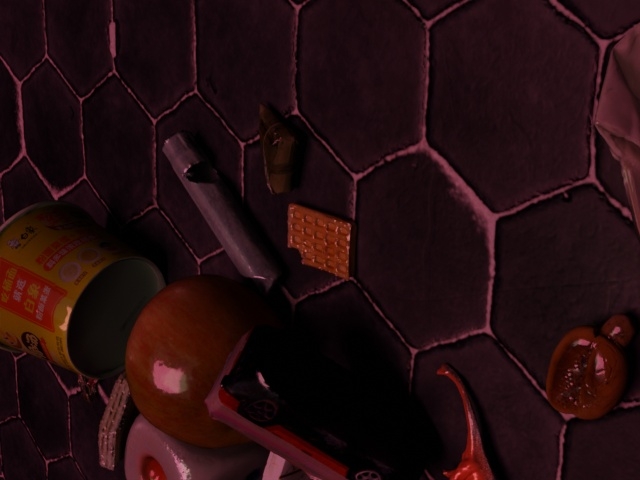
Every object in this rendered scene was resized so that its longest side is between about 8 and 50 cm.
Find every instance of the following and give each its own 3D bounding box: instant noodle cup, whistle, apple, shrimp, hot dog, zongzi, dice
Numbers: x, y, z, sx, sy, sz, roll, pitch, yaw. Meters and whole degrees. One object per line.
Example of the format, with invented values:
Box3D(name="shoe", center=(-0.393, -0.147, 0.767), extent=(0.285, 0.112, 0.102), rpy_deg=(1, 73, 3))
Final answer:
Box3D(name="instant noodle cup", center=(-0.437, 0.100, 1.821), extent=(0.221, 0.311, 0.311), rpy_deg=(21, 117, 33))
Box3D(name="whistle", center=(-0.156, -0.044, 1.619), extent=(0.312, 0.062, 0.062), rpy_deg=(56, 136, 21))
Box3D(name="apple", center=(-0.162, 0.192, 1.554), extent=(0.264, 0.264, 0.264), rpy_deg=(17, 114, 45))
Box3D(name="shrimp", center=(-0.475, 0.250, 2.086), extent=(0.101, 0.042, 0.190), rpy_deg=(22, 116, 35))
Box3D(name="hot dog", center=(0.308, 0.141, 1.151), extent=(0.090, 0.060, 0.140), rpy_deg=(29, 128, 36))
Box3D(name="zongzi", center=(-0.072, -0.135, 1.512), extent=(0.113, 0.052, 0.104), rpy_deg=(51, 141, 45))
Box3D(name="dice", center=(-0.202, 0.366, 1.692), extent=(0.193, 0.191, 0.194), rpy_deg=(37, 128, 34))

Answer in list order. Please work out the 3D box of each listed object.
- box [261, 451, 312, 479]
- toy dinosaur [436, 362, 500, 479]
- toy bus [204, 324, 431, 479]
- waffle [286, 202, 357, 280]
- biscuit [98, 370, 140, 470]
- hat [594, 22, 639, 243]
Box3D(name="box", center=(-0.036, 0.322, 1.571), extent=(0.040, 0.084, 0.154), rpy_deg=(38, 127, 33))
Box3D(name="toy dinosaur", center=(0.197, 0.302, 1.328), extent=(0.101, 0.055, 0.280), rpy_deg=(-39, 70, 37))
Box3D(name="toy bus", center=(-0.003, 0.241, 1.388), extent=(0.302, 0.127, 0.147), rpy_deg=(33, 143, -12))
Box3D(name="waffle", center=(0.000, 0.000, 1.484), extent=(0.135, 0.021, 0.092), rpy_deg=(18, 114, 45))
Box3D(name="biscuit", center=(-0.314, 0.273, 1.763), extent=(0.046, 0.250, 0.147), rpy_deg=(13, 117, 12))
Box3D(name="hat", center=(0.409, -0.079, 0.928), extent=(0.257, 0.168, 0.301), rpy_deg=(-3, 123, 29))
